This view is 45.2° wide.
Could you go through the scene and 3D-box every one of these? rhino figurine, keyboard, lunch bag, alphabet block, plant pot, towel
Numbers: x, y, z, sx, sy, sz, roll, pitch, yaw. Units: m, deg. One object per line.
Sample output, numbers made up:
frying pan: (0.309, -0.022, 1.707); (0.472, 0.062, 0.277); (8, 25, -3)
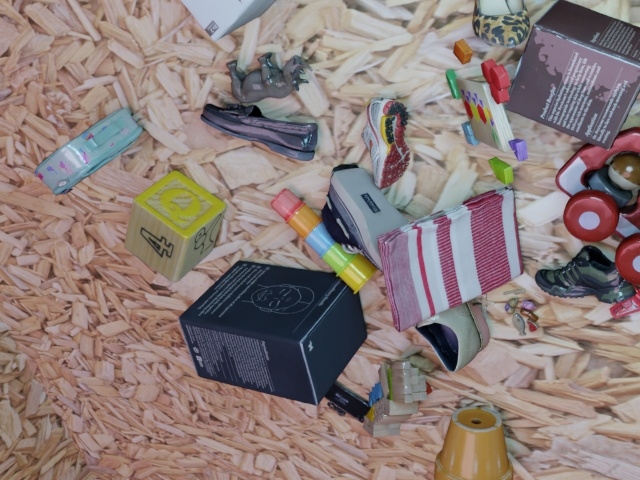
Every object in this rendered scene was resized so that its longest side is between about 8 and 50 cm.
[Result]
rhino figurine: (-0.116, -0.376, 1.772); (0.243, 0.073, 0.106); (-2, 116, 34)
keyboard: (0.062, 0.476, 2.293); (0.180, 0.023, 0.108); (33, 127, 12)
lunch bag: (-0.620, -0.240, 2.070); (0.224, 0.279, 0.108); (-21, 111, 40)
alphabet block: (-0.403, -0.039, 2.129); (0.193, 0.192, 0.197); (33, 133, 8)
plant pot: (0.402, 0.546, 2.003); (0.205, 0.205, 0.188); (9, 109, 30)
towel: (0.288, 0.040, 1.645); (0.037, 0.329, 0.237); (44, 152, 58)

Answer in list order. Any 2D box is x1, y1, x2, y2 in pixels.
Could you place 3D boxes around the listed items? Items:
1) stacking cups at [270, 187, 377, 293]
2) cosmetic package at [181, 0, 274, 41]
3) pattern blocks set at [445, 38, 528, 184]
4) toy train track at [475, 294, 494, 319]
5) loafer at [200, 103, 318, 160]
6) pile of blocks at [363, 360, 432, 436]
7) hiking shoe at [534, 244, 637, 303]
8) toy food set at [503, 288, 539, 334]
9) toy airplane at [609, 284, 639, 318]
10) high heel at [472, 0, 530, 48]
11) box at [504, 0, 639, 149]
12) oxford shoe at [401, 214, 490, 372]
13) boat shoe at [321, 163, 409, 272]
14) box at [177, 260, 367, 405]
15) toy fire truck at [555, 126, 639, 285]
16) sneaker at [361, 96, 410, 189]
stacking cups: (0.000, 0.000, 1.944); (0.316, 0.096, 0.096); (41, 135, 3)
cosmetic package: (-0.181, -0.546, 1.616); (0.151, 0.184, 0.151); (51, 134, -7)
pattern blocks set: (0.313, -0.241, 1.451); (0.026, 0.325, 0.285); (-23, 116, -1)
toy train track: (0.392, 0.164, 1.848); (0.048, 0.014, 0.083); (13, 128, 27)
loafer: (-0.143, -0.285, 1.851); (0.302, 0.109, 0.095); (22, 112, 12)
pile of blocks: (0.219, 0.427, 2.112); (0.112, 0.149, 0.362); (1, 146, -18)
hiking shoe: (0.553, 0.062, 1.615); (0.226, 0.086, 0.114); (5, 107, 48)
toy food set: (0.473, 0.172, 1.793); (0.078, 0.019, 0.122); (-16, 111, 41)
toy airplane: (0.657, 0.104, 1.612); (0.151, 0.028, 0.151); (16, 127, 23)
high heel: (0.306, -0.447, 1.309); (0.093, 0.261, 0.186); (-3, 126, 5)
box: (0.466, -0.297, 1.360); (0.203, 0.167, 0.169); (27, 133, 16)
oxford shoe: (0.264, 0.126, 1.811); (0.140, 0.146, 0.397); (-26, 100, 45)
boat shoe: (0.113, -0.009, 1.780); (0.341, 0.127, 0.158); (63, 150, 32)
box: (-0.121, 0.233, 2.055); (0.395, 0.293, 0.212); (7, 124, 32)
toy fire truck: (0.609, -0.085, 1.421); (0.302, 0.169, 0.254); (40, 126, 3)
sneaker: (0.142, -0.218, 1.713); (0.092, 0.088, 0.225); (33, 137, 39)
